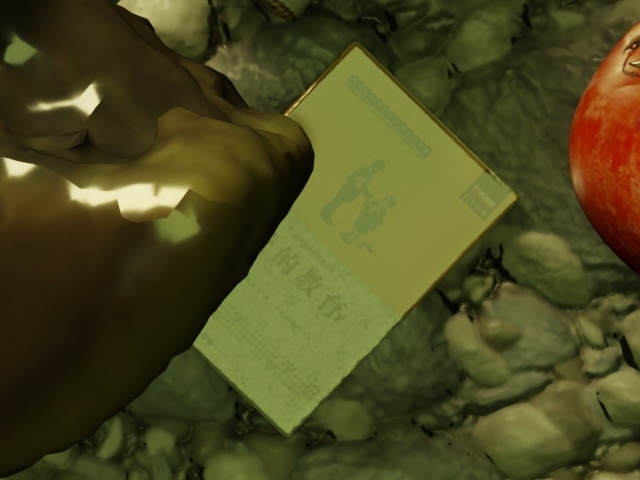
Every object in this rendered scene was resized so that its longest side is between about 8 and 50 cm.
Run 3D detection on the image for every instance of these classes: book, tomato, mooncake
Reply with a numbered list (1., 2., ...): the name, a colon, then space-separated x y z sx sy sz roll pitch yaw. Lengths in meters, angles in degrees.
1. book: 0.000 0.000 0.994 0.118 0.012 0.172 43 93 -5
2. tomato: 0.215 -0.039 0.919 0.187 0.187 0.151 -26 119 1
3. mooncake: -0.204 -0.096 0.863 0.393 0.246 0.394 -2 95 7

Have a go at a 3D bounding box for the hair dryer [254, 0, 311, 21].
1. hair dryer: -0.108 -0.275 0.935 0.357 0.107 0.173 35 91 3
